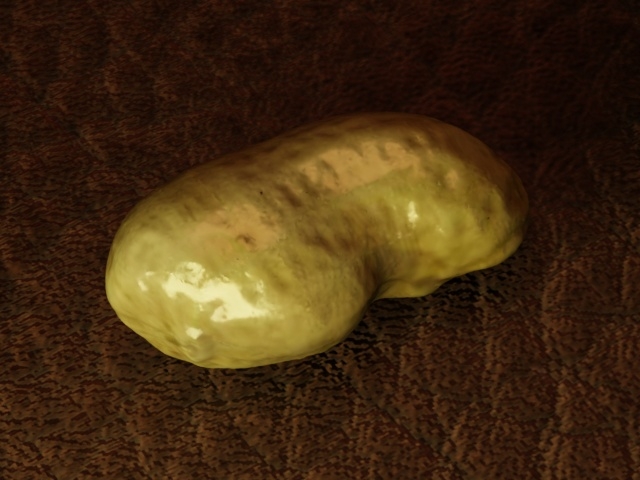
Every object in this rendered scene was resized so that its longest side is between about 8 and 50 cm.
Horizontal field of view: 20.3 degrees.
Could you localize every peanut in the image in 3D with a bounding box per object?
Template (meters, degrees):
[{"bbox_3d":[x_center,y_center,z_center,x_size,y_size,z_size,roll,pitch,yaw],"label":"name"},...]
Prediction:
[{"bbox_3d":[0.000,0.000,1.049,0.253,0.122,0.137,-24,56,-15],"label":"peanut"}]
